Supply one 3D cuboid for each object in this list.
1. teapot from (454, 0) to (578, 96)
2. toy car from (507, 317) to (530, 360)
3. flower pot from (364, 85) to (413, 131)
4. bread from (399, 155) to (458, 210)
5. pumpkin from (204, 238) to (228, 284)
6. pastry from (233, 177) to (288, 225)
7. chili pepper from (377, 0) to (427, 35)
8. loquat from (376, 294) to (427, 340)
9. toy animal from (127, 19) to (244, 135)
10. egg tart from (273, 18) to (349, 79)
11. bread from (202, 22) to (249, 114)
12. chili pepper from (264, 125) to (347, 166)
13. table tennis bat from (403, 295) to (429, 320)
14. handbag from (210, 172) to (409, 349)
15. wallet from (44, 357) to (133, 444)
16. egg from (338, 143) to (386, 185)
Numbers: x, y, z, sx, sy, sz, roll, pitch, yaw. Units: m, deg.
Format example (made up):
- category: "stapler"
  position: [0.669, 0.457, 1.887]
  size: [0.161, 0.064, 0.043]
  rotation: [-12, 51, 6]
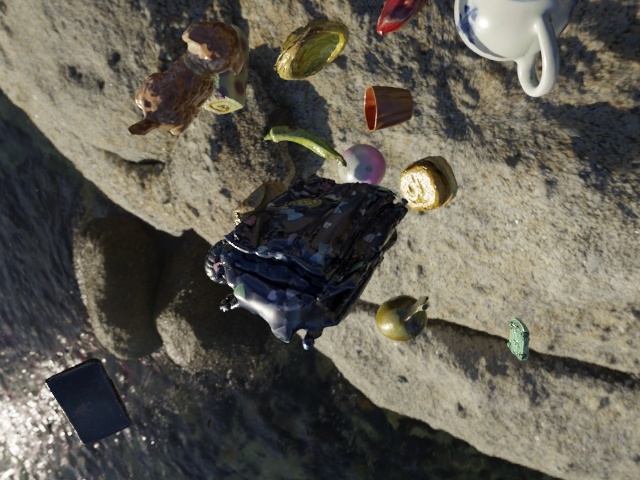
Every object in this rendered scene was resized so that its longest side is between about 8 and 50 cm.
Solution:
- category: "teapot"
  position: [0.437, -0.524, 0.919]
  size: [0.252, 0.280, 0.424]
  rotation: [-18, 76, 7]
- category: "toy car"
  position: [0.774, 0.380, 1.548]
  size: [0.058, 0.093, 0.186]
  rotation: [-13, 117, -6]
- category: "flower pot"
  position: [0.286, -0.557, 1.679]
  size: [0.173, 0.190, 0.190]
  rotation: [-9, 105, -9]
- category: "bread"
  position: [0.399, -0.209, 1.515]
  size: [0.236, 0.120, 0.198]
  rotation: [-15, 104, 60]
- category: "pumpkin"
  position: [-0.353, 0.081, 1.562]
  size: [0.150, 0.194, 0.194]
  rotation: [-13, 105, 62]
- category: "pastry"
  position: [-0.195, -0.102, 1.352]
  size: [0.100, 0.218, 0.229]
  rotation: [47, 160, 8]
- category: "chili pepper"
  position: [0.319, -0.904, 1.567]
  size: [0.144, 0.136, 0.252]
  rotation: [29, 91, -15]
- category: "loquat"
  position: [0.250, 0.245, 1.265]
  size: [0.152, 0.152, 0.195]
  rotation: [62, 158, -5]
- category: "toy animal"
  position: [-0.204, -0.248, 0.621]
  size: [0.185, 0.184, 0.104]
  rotation: [-26, 120, 28]
- category: "egg tart"
  position: [-0.035, -0.625, 1.301]
  size: [0.279, 0.279, 0.095]
  rotation: [-30, 90, 25]
- category: "bread"
  position: [-0.409, -0.723, 1.703]
  size: [0.187, 0.155, 0.338]
  rotation: [-4, 78, 38]
- category: "chili pepper"
  position: [-0.028, -0.233, 0.947]
  size: [0.208, 0.049, 0.043]
  rotation: [17, 150, -3]
- category: "table tennis bat"
  position: [0.248, 0.172, 1.024]
  size: [0.087, 0.156, 0.013]
  rotation: [-45, 82, -6]
- category: "handbag"
  position: [0.000, 0.000, 0.471]
  size: [0.162, 0.260, 0.113]
  rotation: [17, 125, 21]
- category: "wallet"
  position: [-0.550, 0.390, 0.967]
  size: [0.031, 0.122, 0.232]
  rotation: [35, 139, 52]
- category: "egg"
  position: [0.165, -0.305, 1.657]
  size: [0.196, 0.271, 0.196]
  rotation: [-6, 117, -12]
